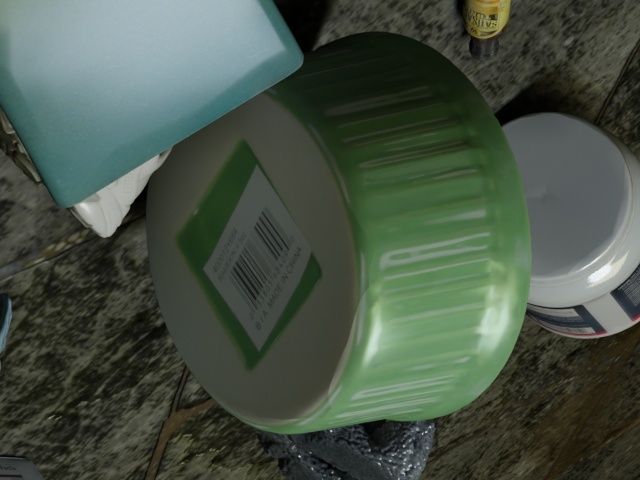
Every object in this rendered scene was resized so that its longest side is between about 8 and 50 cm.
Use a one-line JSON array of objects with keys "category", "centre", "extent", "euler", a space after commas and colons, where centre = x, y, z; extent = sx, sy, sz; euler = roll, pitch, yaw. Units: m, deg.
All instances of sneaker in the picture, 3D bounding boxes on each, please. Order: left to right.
[{"category": "sneaker", "centre": [-0.159, -0.085, 1.345], "extent": [0.115, 0.090, 0.232], "euler": [-46, 168, -3]}]

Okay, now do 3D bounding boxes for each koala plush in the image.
[{"category": "koala plush", "centre": [0.046, 0.144, 2.038], "extent": [0.221, 0.203, 0.196], "euler": [-53, 176, -29]}]

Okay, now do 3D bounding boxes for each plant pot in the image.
[{"category": "plant pot", "centre": [-0.142, -0.173, 1.065], "extent": [0.166, 0.165, 0.234], "euler": [-31, 147, -4]}]

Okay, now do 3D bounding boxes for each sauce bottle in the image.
[{"category": "sauce bottle", "centre": [0.141, -0.194, 1.664], "extent": [0.042, 0.042, 0.128], "euler": [-35, 156, -13]}]

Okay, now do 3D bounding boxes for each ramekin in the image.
[{"category": "ramekin", "centre": [0.000, 0.000, 1.478], "extent": [0.148, 0.303, 0.303], "euler": [-11, 145, -39]}]

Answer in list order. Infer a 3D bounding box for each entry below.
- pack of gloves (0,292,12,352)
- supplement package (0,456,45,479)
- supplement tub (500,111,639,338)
[{"category": "pack of gloves", "centre": [-0.277, 0.155, 1.476], "extent": [0.232, 0.046, 0.195], "euler": [-93, -163, -68]}, {"category": "supplement package", "centre": [-0.266, 0.321, 1.718], "extent": [0.139, 0.244, 0.134], "euler": [-44, 158, 12]}, {"category": "supplement tub", "centre": [0.252, -0.013, 1.996], "extent": [0.191, 0.191, 0.272], "euler": [-42, 159, 4]}]
